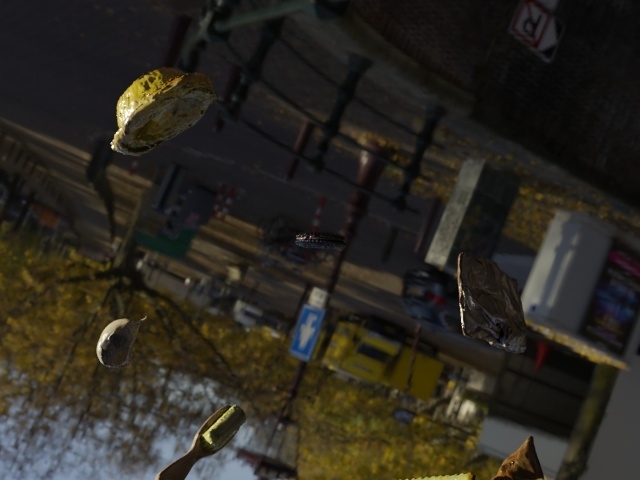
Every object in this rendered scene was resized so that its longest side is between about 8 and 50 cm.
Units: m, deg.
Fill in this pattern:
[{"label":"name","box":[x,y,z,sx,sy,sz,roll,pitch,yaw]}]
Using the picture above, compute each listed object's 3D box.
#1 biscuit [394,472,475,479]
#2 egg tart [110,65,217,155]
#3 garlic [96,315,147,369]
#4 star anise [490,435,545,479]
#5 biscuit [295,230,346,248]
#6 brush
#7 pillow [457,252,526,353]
[{"label":"biscuit","box":[0.151,0.456,1.462,0.231,0.139,0.016,-19,137,40]},{"label":"egg tart","box":[-0.385,-0.313,2.110,0.118,0.288,0.288,52,175,7]},{"label":"garlic","box":[-0.458,0.222,2.015,0.084,0.152,0.066,14,-165,-26]},{"label":"star anise","box":[0.289,0.479,1.413,0.109,0.349,0.292,13,155,8]},{"label":"biscuit","box":[0.000,0.000,1.563,0.089,0.027,0.087,5,175,-4]},{"label":"brush","box":[-0.251,0.445,1.923,0.072,0.067,0.313,52,-145,0]},{"label":"pillow","box":[0.278,0.101,1.404,0.049,0.135,0.248,-14,160,27]}]
